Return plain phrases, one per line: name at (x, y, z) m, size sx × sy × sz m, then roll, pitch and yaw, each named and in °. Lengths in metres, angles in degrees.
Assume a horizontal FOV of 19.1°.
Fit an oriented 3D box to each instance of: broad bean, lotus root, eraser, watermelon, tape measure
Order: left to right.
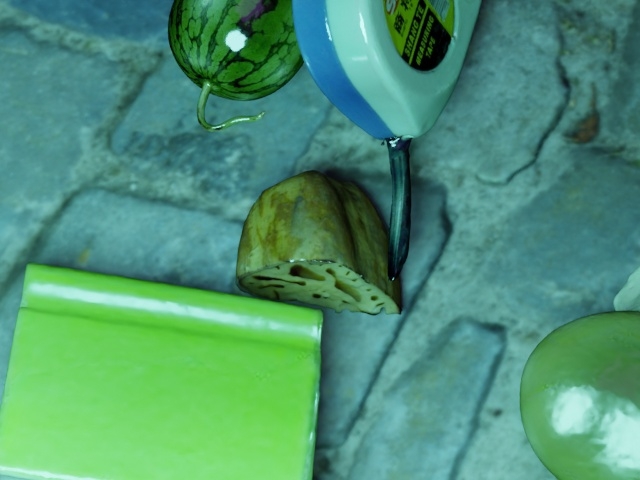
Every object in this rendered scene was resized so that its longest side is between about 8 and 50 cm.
eraser at (-0.140, 0.140, 1.677) m, size 0.274 × 0.092 × 0.210 m, roll 7°, pitch 65°, yaw -3°
watermelon at (-0.081, -0.190, 1.799) m, size 0.141 × 0.140 × 0.187 m, roll 24°, pitch 68°, yaw 3°
lotus root at (-0.001, -0.002, 1.758) m, size 0.159 × 0.095 × 0.135 m, roll -2°, pitch 63°, yaw -15°
tape measure at (0.047, -0.157, 1.769) m, size 0.098 × 0.215 × 0.351 m, roll -5°, pitch 55°, yaw 34°
broad bean at (0.307, 0.167, 1.716) m, size 0.263 × 0.121 × 0.189 m, roll 21°, pitch 87°, yaw 17°

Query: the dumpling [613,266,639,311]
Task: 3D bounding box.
dumpling at (0.394, 0.048, 1.777) m, size 0.229 × 0.124 × 0.151 m, roll 13°, pitch 49°, yaw 24°
